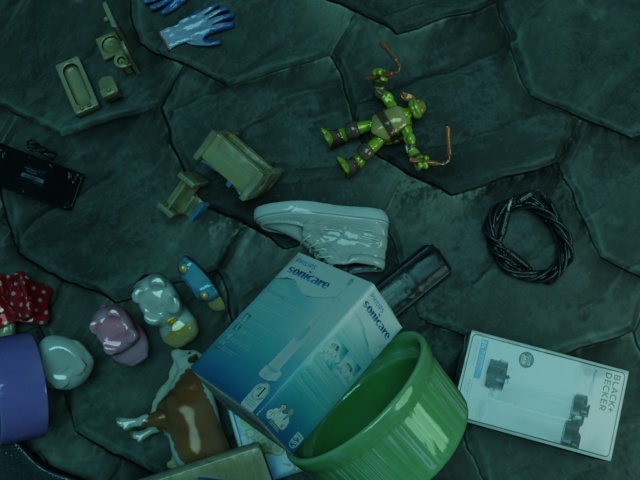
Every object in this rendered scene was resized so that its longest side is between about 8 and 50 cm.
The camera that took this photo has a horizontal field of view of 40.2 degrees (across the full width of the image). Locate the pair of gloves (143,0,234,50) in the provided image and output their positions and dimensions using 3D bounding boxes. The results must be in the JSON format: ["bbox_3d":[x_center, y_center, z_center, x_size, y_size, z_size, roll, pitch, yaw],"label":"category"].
[{"bbox_3d":[-0.269,-0.474,1.780,0.159,0.023,0.198,-24,78,-3],"label":"pair of gloves"}]

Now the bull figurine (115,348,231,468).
[{"bbox_3d":[-0.246,0.350,1.574,0.188,0.101,0.310,-23,77,-1],"label":"bull figurine"}]

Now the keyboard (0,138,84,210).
[{"bbox_3d":[-0.548,-0.136,1.677,0.180,0.023,0.108,21,84,-26],"label":"keyboard"}]

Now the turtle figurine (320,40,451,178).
[{"bbox_3d":[0.114,-0.230,1.690,0.217,0.087,0.269,-28,88,3],"label":"turtle figurine"}]

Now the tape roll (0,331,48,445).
[{"bbox_3d":[-0.542,0.261,1.541,0.080,0.189,0.189,-7,77,-29],"label":"tape roll"}]

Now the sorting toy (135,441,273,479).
[{"bbox_3d":[-0.185,0.509,1.488,0.255,0.089,0.257,-18,107,-2],"label":"sorting toy"}]

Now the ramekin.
[{"bbox_3d":[0.102,0.310,1.473,0.303,0.303,0.148,-43,101,-7],"label":"ramekin"}]

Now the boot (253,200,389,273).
[{"bbox_3d":[0.000,0.000,1.639,0.258,0.095,0.123,3,72,1],"label":"boot"}]

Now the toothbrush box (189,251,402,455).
[{"bbox_3d":[-0.043,0.185,1.512,0.295,0.126,0.216,-48,38,-18],"label":"toothbrush box"}]

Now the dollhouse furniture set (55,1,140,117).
[{"bbox_3d":[-0.445,-0.349,1.706,0.151,0.123,0.144,-24,79,-4],"label":"dollhouse furniture set"}]

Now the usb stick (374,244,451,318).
[{"bbox_3d":[0.125,0.113,1.642,0.278,0.045,0.077,-38,87,-6],"label":"usb stick"}]

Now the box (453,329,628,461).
[{"bbox_3d":[0.389,0.278,1.580,0.290,0.087,0.169,16,80,4],"label":"box"}]

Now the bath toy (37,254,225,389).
[{"bbox_3d":[-0.349,0.162,1.603,0.348,0.129,0.151,-30,98,-4],"label":"bath toy"}]

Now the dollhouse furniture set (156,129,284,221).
[{"bbox_3d":[-0.188,-0.100,1.667,0.129,0.129,0.183,41,106,8],"label":"dollhouse furniture set"}]

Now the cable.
[{"bbox_3d":[0.395,0.001,1.657,0.151,0.047,0.184,-21,79,-3],"label":"cable"}]

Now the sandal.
[{"bbox_3d":[-0.527,0.429,1.592,0.254,0.054,0.097,31,90,3],"label":"sandal"}]

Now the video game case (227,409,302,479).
[{"bbox_3d":[-0.068,0.323,1.613,0.193,0.023,0.212,-17,79,-2],"label":"video game case"}]

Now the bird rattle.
[{"bbox_3d":[-0.639,0.148,1.636,0.253,0.143,0.207,10,90,-10],"label":"bird rattle"}]
